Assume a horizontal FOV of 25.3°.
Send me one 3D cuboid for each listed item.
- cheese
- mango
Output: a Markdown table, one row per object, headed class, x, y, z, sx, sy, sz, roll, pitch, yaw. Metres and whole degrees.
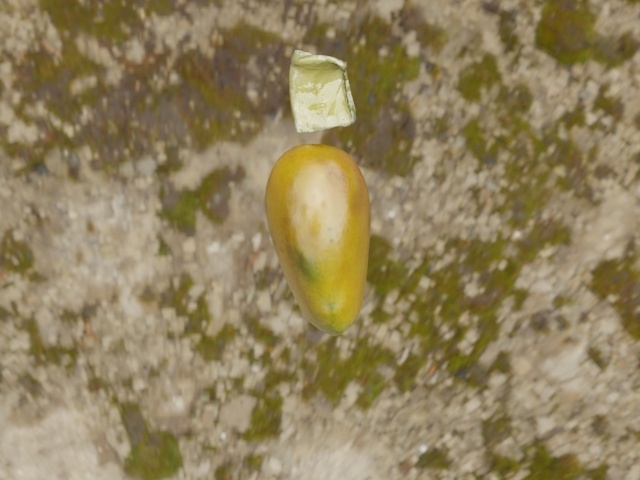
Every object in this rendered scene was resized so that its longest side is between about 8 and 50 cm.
| class | x | y | z | sx | sy | sz | roll | pitch | yaw |
| --- | --- | --- | --- | --- | --- | --- | --- | --- | --- |
| cheese | 0.001 | -0.144 | 1.300 | 0.060 | 0.084 | 0.041 | -9 | 37 | -6 |
| mango | 0.000 | -0.004 | 1.223 | 0.089 | 0.163 | 0.111 | -3 | 33 | 5 |
